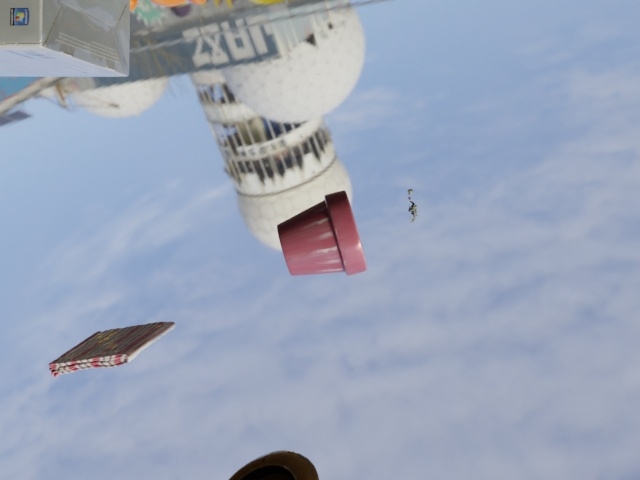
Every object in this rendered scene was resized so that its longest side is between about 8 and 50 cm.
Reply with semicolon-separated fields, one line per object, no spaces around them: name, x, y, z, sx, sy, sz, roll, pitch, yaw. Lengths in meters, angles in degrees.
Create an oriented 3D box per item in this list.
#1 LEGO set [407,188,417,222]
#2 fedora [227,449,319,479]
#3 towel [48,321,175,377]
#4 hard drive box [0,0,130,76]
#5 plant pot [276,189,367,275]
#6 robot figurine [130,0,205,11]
LEGO set;0.224;-0.084;1.945;0.024;0.083;0.054;-1;-150;13
fedora;-0.071;0.393;1.160;0.194;0.079;0.194;-25;-152;14
towel;-0.367;0.191;1.432;0.197;0.029;0.144;-11;-165;28
hard drive box;-0.323;-0.209;0.762;0.232;0.089;0.181;2;-177;9
plant pot;0.000;0.000;1.913;0.180;0.201;0.201;-17;-153;1
robot figurine;-0.213;-0.363;0.968;0.219;0.158;0.128;36;-144;24
